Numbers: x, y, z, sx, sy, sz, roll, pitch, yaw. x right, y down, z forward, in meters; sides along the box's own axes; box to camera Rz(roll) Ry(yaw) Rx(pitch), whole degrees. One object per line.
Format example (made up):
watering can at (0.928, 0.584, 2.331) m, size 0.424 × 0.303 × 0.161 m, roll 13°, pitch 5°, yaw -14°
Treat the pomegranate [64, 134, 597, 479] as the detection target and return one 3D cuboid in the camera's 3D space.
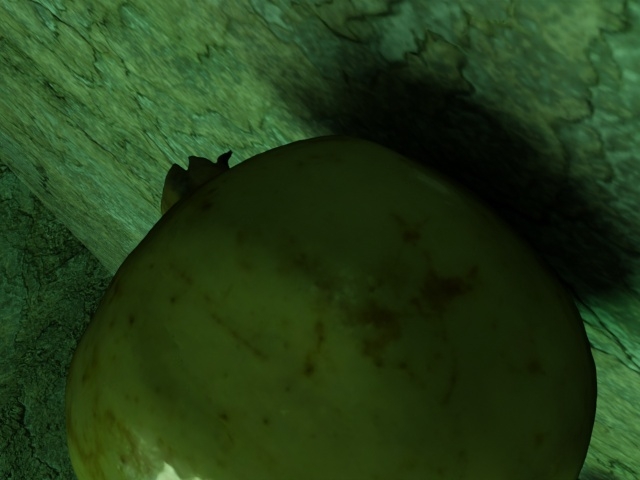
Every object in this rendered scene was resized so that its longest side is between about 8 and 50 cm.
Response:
pomegranate at (-0.005, 0.083, 0.561) m, size 0.342 × 0.342 × 0.342 m, roll 37°, pitch 166°, yaw 11°
